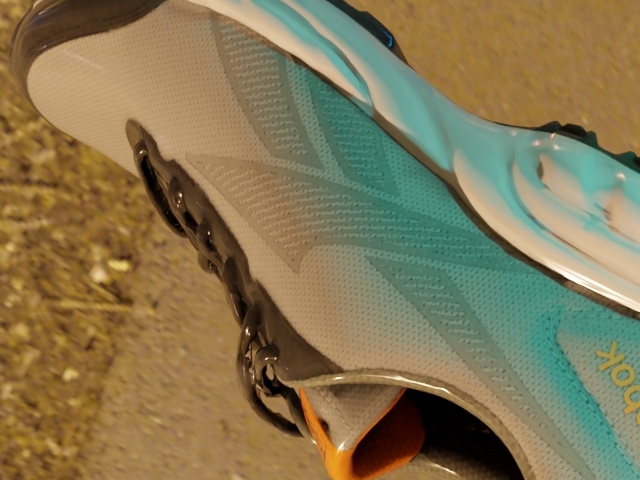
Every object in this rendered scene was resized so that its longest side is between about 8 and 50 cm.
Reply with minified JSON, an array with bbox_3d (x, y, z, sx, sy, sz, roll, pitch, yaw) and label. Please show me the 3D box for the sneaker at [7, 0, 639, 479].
[{"bbox_3d":[0.000,0.000,0.486,0.271,0.100,0.108,31,71,30],"label":"sneaker"}]
